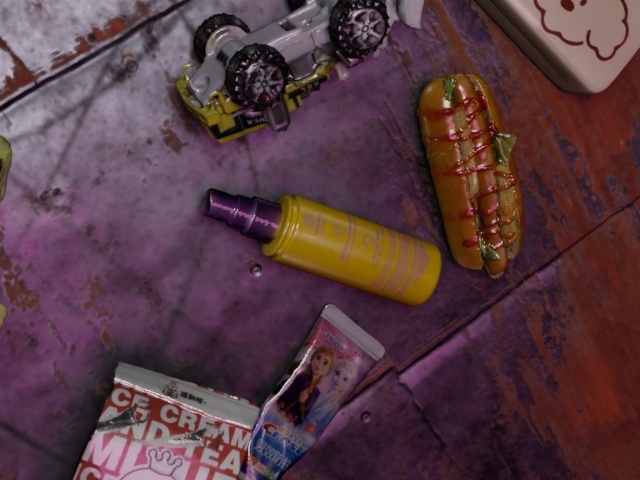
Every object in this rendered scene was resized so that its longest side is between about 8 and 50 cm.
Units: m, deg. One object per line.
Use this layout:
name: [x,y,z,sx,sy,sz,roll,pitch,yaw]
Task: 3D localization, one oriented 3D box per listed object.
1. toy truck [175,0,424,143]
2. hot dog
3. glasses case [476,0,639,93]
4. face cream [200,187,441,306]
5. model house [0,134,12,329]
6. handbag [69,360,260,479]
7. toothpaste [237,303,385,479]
toy truck: [-0.012,-0.202,0.992,0.286,0.136,0.111,-30,130,-9]
hot dog: [0.182,-0.071,1.112,0.104,0.076,0.250,-18,104,-16]
glasses case: [0.232,-0.319,1.079,0.336,0.076,0.144,39,86,-22]
face cream: [0.000,0.000,1.059,0.274,0.078,0.078,19,94,-22]
model house: [-0.437,0.040,0.860,0.321,0.261,0.266,9,124,-4]
handbag: [-0.183,0.280,1.002,0.171,0.151,0.298,24,91,-6]
toothpaste: [-0.034,0.203,1.107,0.096,0.061,0.266,41,79,-21]
